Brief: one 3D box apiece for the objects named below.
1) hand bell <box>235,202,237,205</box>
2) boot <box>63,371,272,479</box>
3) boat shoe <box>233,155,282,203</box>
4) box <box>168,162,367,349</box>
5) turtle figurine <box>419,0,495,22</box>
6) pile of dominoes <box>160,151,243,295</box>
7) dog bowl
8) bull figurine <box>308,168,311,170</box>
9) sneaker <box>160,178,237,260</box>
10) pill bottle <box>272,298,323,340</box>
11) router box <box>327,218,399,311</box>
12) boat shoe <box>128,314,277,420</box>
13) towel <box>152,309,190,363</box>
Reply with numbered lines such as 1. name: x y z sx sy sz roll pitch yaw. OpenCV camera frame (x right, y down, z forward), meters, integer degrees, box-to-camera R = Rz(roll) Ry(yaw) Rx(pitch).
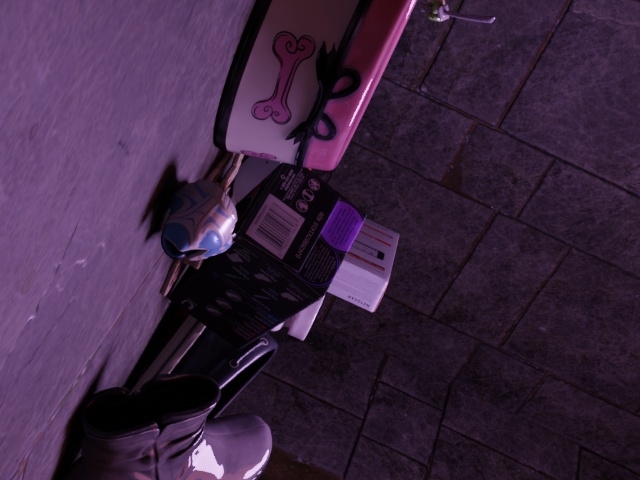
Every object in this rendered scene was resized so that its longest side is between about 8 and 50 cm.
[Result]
1. hand bell: -0.149 0.011 1.638 0.242 0.126 0.126 -52 -175 24
2. boot: -0.168 0.257 1.259 0.338 0.118 0.222 -13 142 -43
3. boat shoe: -0.095 -0.113 1.555 0.083 0.065 0.183 115 -3 -59
4. box: -0.082 0.024 1.381 0.270 0.143 0.165 -37 -160 54
5. turtle figurine: 0.100 -0.386 1.600 0.198 0.274 0.266 -28 172 -18
6. pile of dominoes: -0.143 -0.047 1.372 0.251 0.040 0.196 -64 179 -54
7. dog bowl: 0.022 -0.269 1.211 0.408 0.150 0.408 -64 180 1
8. bull figurine: -0.081 -0.099 1.888 0.188 0.101 0.310 -59 171 -26
9. sneaker: -0.145 -0.014 1.094 0.086 0.085 0.237 -38 179 -10
10. pill bottle: -0.111 0.099 1.844 0.121 0.221 0.121 -155 -90 -90
11. router box: 0.000 0.000 2.137 0.301 0.335 0.082 -64 179 -68
12. boat shoe: -0.233 0.302 1.471 0.500 0.156 0.187 -55 174 -28
13. towel: -0.267 0.201 1.715 0.275 0.031 0.198 -133 -114 -88
